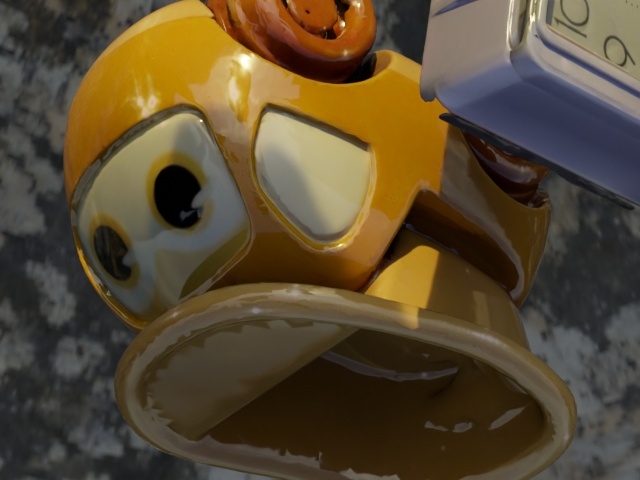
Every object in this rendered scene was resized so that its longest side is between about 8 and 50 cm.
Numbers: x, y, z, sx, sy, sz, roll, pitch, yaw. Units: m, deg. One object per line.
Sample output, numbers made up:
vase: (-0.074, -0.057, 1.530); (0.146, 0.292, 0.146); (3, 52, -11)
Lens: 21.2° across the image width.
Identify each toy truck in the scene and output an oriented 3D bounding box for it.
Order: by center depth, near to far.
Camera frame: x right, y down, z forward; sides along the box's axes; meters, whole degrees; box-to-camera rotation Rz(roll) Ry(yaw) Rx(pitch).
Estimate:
toy truck: (0.000, 0.000, 0.903); (0.288, 0.211, 0.204); (26, 141, -25)

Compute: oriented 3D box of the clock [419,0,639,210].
clock: (0.127, -0.128, 0.764); (0.144, 0.193, 0.073); (23, 155, -31)
